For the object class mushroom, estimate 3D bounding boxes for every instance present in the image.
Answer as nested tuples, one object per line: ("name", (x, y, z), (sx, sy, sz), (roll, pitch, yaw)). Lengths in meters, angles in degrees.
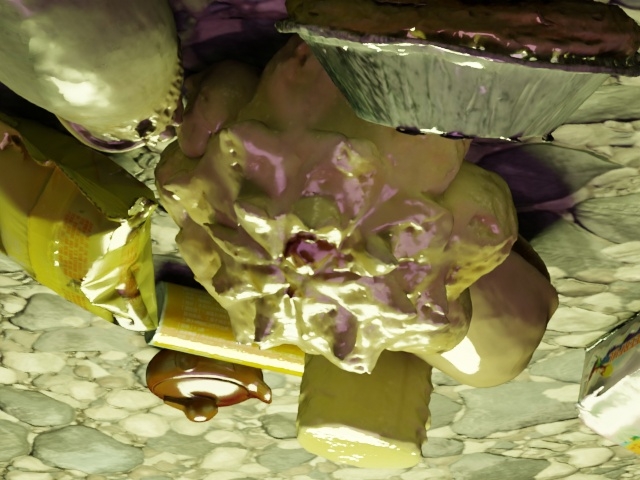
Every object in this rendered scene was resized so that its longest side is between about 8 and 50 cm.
("mushroom", (-0.198, -0.164, 1.013), (0.177, 0.126, 0.397), (-6, 153, 37))

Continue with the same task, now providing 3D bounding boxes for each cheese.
("cheese", (0.043, 0.115, 1.474), (0.123, 0.167, 0.094), (18, 153, -21))

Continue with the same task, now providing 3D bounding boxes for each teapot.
("teapot", (-0.112, 0.146, 1.638), (0.129, 0.078, 0.098), (3, 152, -2))

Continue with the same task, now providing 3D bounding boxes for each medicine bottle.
("medicine bottle", (-0.054, 0.091, 1.539), (0.218, 0.074, 0.074), (13, 150, -18))

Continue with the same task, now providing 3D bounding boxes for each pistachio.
("pistachio", (0.120, 0.045, 1.376), (0.152, 0.126, 0.223), (-16, 143, 10))

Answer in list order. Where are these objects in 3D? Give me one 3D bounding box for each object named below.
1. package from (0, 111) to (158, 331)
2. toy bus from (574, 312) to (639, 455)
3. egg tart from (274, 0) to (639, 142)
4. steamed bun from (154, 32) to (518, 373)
("package", (-0.197, -0.014, 1.301), (0.168, 0.090, 0.226), (31, 155, 9))
("toy bus", (0.361, 0.099, 1.496), (0.138, 0.112, 0.317), (21, 147, -12))
("egg tart", (0.086, -0.113, 1.014), (0.234, 0.094, 0.234), (5, -167, -1))
("steamed bun", (0.000, 0.000, 1.207), (0.295, 0.137, 0.292), (-21, 121, 35))
